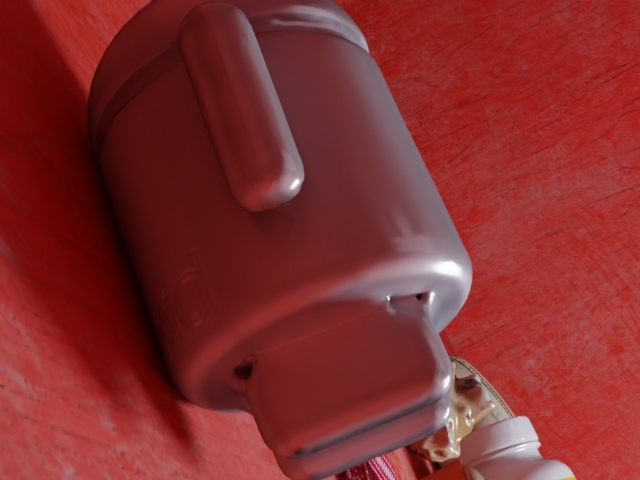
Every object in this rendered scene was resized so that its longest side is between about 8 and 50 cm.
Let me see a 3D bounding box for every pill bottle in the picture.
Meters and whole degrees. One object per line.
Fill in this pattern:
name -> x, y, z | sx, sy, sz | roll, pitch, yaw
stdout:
pill bottle -> 0.286, 0.417, 1.571 | 0.334, 0.188, 0.188 | 66, 7, 22

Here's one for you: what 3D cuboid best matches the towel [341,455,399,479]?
towel -> 0.071, 0.280, 1.128 | 0.199, 0.031, 0.275 | 61, 7, -31

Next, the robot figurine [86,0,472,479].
robot figurine -> -0.032, -0.028, 0.762 | 0.300, 0.199, 0.353 | 84, -16, -65

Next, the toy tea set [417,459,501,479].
toy tea set -> 0.197, 0.368, 1.196 | 0.200, 0.124, 0.336 | -105, 176, -52

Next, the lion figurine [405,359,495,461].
lion figurine -> 0.065, 0.111, 1.359 | 0.392, 0.142, 0.240 | 32, 52, -50

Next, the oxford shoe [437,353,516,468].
oxford shoe -> 0.247, 0.344, 1.784 | 0.397, 0.140, 0.146 | 65, 14, 25
